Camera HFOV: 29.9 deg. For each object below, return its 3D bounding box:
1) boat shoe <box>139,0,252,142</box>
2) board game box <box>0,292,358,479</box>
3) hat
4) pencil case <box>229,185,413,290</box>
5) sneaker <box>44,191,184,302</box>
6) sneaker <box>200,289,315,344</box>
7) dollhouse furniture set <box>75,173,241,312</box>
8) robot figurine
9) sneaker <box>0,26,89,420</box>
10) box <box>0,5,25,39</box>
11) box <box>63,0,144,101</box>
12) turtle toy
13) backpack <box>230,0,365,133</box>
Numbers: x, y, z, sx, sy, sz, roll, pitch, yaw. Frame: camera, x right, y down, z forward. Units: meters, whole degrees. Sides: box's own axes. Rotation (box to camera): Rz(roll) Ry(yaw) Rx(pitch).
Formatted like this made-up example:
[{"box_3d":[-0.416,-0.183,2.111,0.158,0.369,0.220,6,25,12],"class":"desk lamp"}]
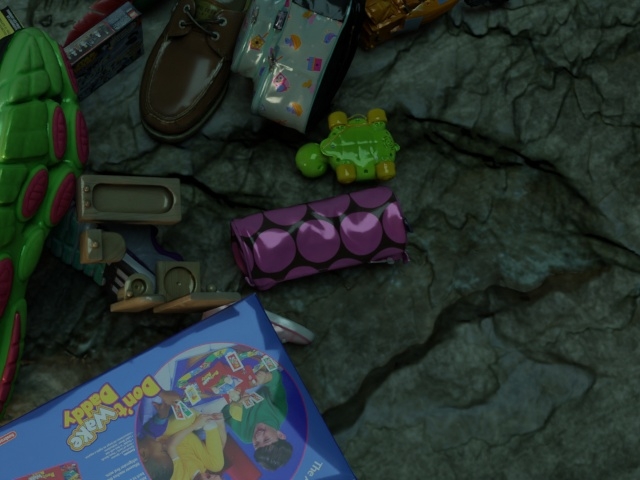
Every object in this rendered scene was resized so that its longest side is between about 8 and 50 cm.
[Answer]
[{"box_3d":[-0.148,-0.271,1.508,0.111,0.104,0.307,20,67,3],"class":"boat shoe"},{"box_3d":[-0.169,0.241,1.281,0.347,0.078,0.233,-27,84,-14],"class":"board game box"},{"box_3d":[-0.236,-0.296,1.540,0.209,0.173,0.183,3,101,10],"class":"hat"},{"box_3d":[0.000,0.000,1.423,0.209,0.095,0.098,-12,90,-8],"class":"pencil case"},{"box_3d":[-0.256,-0.008,1.420,0.224,0.083,0.098,42,41,14],"class":"sneaker"},{"box_3d":[-0.078,0.111,1.392,0.134,0.051,0.070,22,84,-6],"class":"sneaker"},{"box_3d":[-0.178,-0.002,1.290,0.144,0.123,0.151,1,81,-26],"class":"dollhouse furniture set"},{"box_3d":[0.144,-0.380,1.593,0.291,0.085,0.211,-31,75,-17],"class":"robot figurine"},{"box_3d":[-0.400,-0.015,1.301,0.202,0.185,0.482,15,81,18],"class":"sneaker"},{"box_3d":[-0.463,-0.195,1.456,0.232,0.087,0.058,-30,74,-17],"class":"box"},{"box_3d":[-0.279,-0.226,1.482,0.137,0.094,0.027,-41,78,-20],"class":"box"},{"box_3d":[0.034,-0.107,1.480,0.130,0.066,0.095,-5,71,-7],"class":"turtle toy"},{"box_3d":[-0.030,-0.231,1.460,0.145,0.166,0.188,13,111,0],"class":"backpack"}]
